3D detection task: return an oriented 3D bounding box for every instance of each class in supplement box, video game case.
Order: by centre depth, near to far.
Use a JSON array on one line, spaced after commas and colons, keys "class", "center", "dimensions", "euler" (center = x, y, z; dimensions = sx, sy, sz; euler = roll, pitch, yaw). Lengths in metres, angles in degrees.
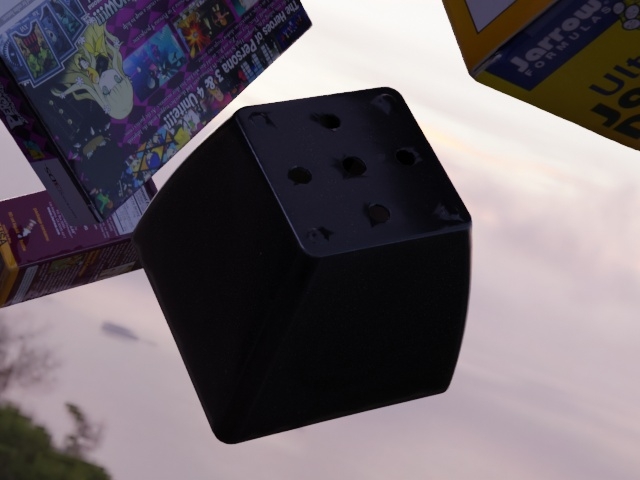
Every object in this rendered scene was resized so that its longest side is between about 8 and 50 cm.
[{"class": "video game case", "center": [-0.126, -0.160, 0.982], "dimensions": [0.042, 0.232, 0.210], "euler": [-5, -56, 46]}, {"class": "supplement box", "center": [0.184, -0.276, 1.126], "dimensions": [0.195, 0.357, 0.194], "euler": [17, -44, -40]}, {"class": "supplement box", "center": [-0.264, -0.004, 1.671], "dimensions": [0.188, 0.081, 0.104], "euler": [-16, -19, -29]}]

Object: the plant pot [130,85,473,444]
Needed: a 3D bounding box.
[{"class": "plant pot", "center": [0.000, 0.000, 1.082], "dimensions": [0.187, 0.167, 0.188], "euler": [-10, 56, -27]}]
